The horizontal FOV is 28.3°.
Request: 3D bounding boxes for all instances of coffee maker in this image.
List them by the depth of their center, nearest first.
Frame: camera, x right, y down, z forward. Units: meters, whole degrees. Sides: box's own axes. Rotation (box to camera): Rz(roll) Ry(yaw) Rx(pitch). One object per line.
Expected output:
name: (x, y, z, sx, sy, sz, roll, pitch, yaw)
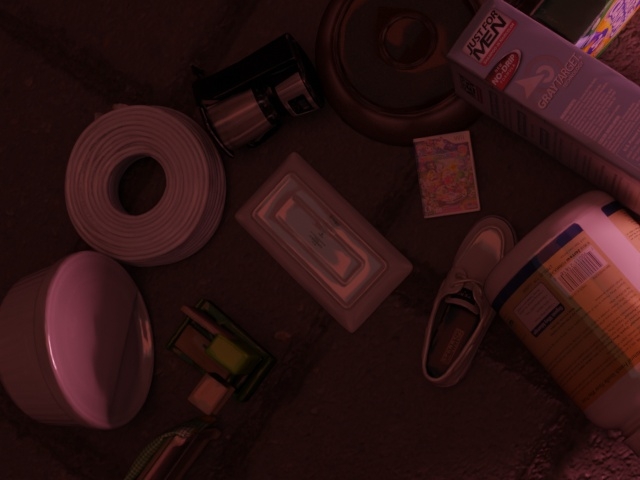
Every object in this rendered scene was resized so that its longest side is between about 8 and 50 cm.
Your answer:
coffee maker: (-0.101, -0.241, 1.954, 0.178, 0.120, 0.171, -27, 77, 10)

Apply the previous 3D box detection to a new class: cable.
cable: (-0.277, -0.087, 1.997, 0.257, 0.089, 0.257, 10, 86, 15)

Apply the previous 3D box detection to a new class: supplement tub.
supplement tub: (0.401, 0.113, 1.728, 0.228, 0.228, 0.316, -41, 76, 7)

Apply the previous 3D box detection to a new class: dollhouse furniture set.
dollhouse furniture set: (-0.229, 0.247, 1.892, 0.151, 0.197, 0.302, 37, 93, 14)

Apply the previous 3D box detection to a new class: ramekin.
ramekin: (-0.376, 0.158, 1.915, 0.127, 0.273, 0.273, -12, 81, 25)

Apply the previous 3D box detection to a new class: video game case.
video game case: (0.190, -0.099, 1.909, 0.087, 0.011, 0.122, -8, 91, 14)

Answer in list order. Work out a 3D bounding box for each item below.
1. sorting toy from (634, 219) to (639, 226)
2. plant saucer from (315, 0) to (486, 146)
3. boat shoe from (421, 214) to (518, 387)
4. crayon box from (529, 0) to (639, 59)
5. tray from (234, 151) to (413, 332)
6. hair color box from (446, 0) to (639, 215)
sorting toy: (0.480, -0.016, 1.825, 0.101, 0.042, 0.061, -7, 98, 2)
plant saucer: (0.136, -0.300, 1.937, 0.310, 0.050, 0.311, -2, 82, 15)
boat shoe: (0.212, 0.087, 1.852, 0.096, 0.088, 0.268, 26, 91, 16)
crayon box: (0.434, -0.397, 1.788, 0.083, 0.203, 0.323, 39, 94, 15)
tray: (0.000, 0.000, 1.948, 0.270, 0.030, 0.145, 44, 95, 15)
hair color box: (0.361, -0.171, 1.748, 0.374, 0.185, 0.114, 35, 87, 14)
